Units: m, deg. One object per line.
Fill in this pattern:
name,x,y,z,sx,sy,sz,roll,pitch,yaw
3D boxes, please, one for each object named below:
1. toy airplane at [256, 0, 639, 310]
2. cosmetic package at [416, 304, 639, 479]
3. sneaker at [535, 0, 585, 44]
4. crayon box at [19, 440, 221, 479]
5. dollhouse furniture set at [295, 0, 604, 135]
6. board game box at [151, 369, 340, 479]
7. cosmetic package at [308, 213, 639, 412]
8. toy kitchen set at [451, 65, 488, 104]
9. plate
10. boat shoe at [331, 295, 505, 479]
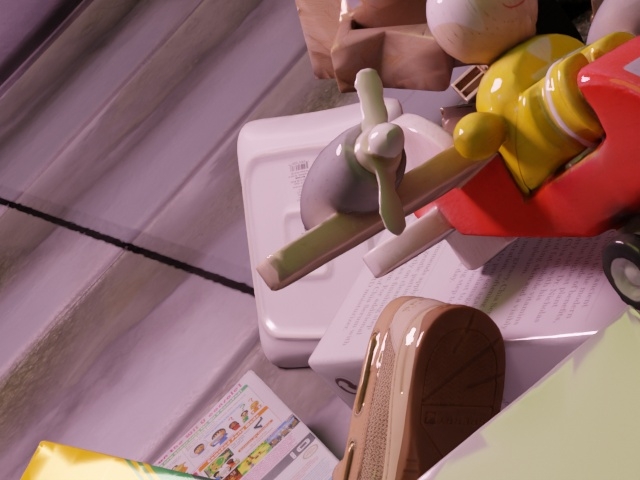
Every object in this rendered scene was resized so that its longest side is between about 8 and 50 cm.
toy airplane,0.153,-0.098,1.453,0.384,0.272,0.386,-20,14,18
cosmetic package,0.151,0.252,1.317,0.385,0.217,0.156,-40,52,2
sneaker,0.212,-0.119,1.813,0.145,0.270,0.090,-32,-1,36
crayon box,-0.193,0.371,1.569,0.313,0.106,0.363,6,59,38
dollhouse furniture set,0.179,-0.261,1.982,0.394,0.362,0.256,-4,37,15
board game box,-0.073,0.278,1.769,0.224,0.097,0.303,-43,27,-4
cosmetic package,0.229,0.057,1.610,0.453,0.161,0.230,-10,41,49
toy kitchen set,0.198,-0.196,2.163,0.075,0.083,0.068,-42,67,1
plate,0.000,0.000,1.938,0.045,0.278,0.277,-8,2,-38
boat shoe,0.069,0.216,1.520,0.110,0.122,0.341,12,89,58
